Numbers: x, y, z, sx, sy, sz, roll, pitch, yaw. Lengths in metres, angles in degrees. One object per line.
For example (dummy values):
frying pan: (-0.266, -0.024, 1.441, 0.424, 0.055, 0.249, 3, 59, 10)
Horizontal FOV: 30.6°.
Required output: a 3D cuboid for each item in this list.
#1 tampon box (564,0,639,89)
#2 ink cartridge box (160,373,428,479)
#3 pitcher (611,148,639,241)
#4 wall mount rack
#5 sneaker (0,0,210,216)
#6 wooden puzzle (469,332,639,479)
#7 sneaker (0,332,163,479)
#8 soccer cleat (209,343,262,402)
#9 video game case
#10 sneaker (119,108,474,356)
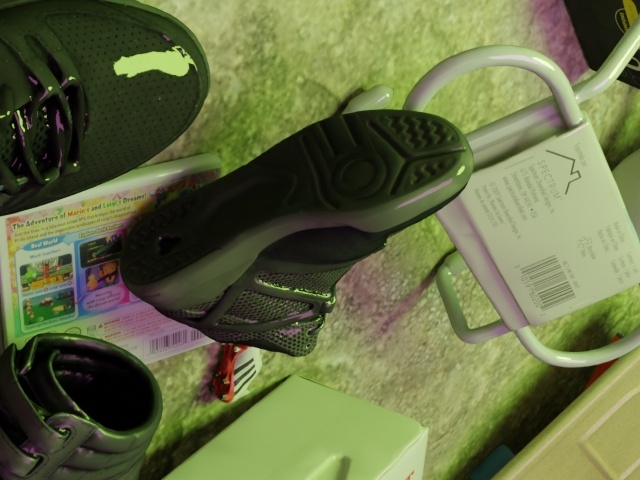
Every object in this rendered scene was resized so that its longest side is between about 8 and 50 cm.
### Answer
tampon box: (0.286, -0.212, 0.921, 0.161, 0.101, 0.120, -46, 134, -10)
ink cartridge box: (-0.034, 0.289, 0.878, 0.226, 0.131, 0.306, -34, 134, -51)
pitcher: (0.335, -0.067, 1.004, 0.177, 0.207, 0.125, 61, 26, -5)
wall mount rack: (0.193, -0.064, 0.845, 0.304, 0.130, 0.350, -24, 135, 12)
sneaker: (-0.190, -0.044, 0.593, 0.341, 0.140, 0.125, -19, 122, -33)
wooden puzzle: (0.276, 0.246, 1.184, 0.348, 0.080, 0.322, -46, 134, -4)
sneaker: (-0.218, 0.130, 0.670, 0.296, 0.104, 0.147, -12, 143, -42)
soccer cleat: (-0.056, 0.082, 0.860, 0.036, 0.029, 0.083, -6, 121, -48)
video game case: (-0.135, 0.024, 0.764, 0.157, 0.019, 0.143, -16, 123, -32)
sneaker: (0.000, 0.000, 0.750, 0.228, 0.087, 0.130, -26, 143, 12)
